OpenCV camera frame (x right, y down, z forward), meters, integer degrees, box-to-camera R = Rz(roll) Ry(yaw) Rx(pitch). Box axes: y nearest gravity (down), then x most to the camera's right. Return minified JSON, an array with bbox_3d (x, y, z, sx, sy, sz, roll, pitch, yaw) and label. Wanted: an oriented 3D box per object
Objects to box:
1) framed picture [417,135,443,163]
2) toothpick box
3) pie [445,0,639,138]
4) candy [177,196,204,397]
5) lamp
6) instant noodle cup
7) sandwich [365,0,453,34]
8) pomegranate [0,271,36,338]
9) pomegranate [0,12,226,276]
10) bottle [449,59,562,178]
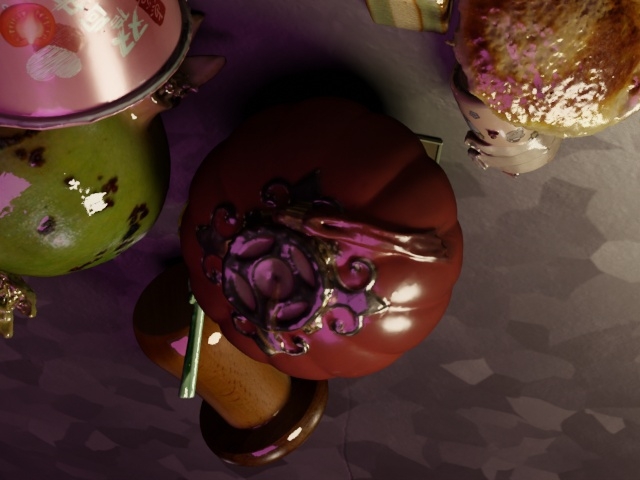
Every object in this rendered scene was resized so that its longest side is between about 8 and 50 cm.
[{"bbox_3d":[0.098,-0.088,1.524,0.066,0.006,0.089,11,146,5],"label":"framed picture"},{"bbox_3d":[-0.117,0.165,1.826,0.192,0.192,0.294,-9,134,30],"label":"toothpick box"},{"bbox_3d":[0.216,-0.182,1.218,0.205,0.084,0.179,28,111,-21],"label":"pie"},{"bbox_3d":[-0.146,0.065,1.656,0.073,0.262,0.077,8,-169,-7],"label":"candy"},{"bbox_3d":[0.000,0.000,1.449,0.303,0.257,0.303,7,109,21],"label":"lamp"},{"bbox_3d":[-0.245,-0.259,1.207,0.243,0.243,0.231,7,140,10],"label":"instant noodle cup"},{"bbox_3d":[0.078,-0.211,1.254,0.079,0.113,0.163,10,147,5],"label":"sandwich"},{"bbox_3d":[-0.411,-0.013,1.618,0.211,0.263,0.211,-25,152,-14],"label":"pomegranate"},{"bbox_3d":[-0.253,-0.097,1.411,0.324,0.290,0.290,-5,143,12],"label":"pomegranate"},{"bbox_3d":[0.188,-0.121,1.366,0.099,0.099,0.152,-2,147,22],"label":"bottle"}]
